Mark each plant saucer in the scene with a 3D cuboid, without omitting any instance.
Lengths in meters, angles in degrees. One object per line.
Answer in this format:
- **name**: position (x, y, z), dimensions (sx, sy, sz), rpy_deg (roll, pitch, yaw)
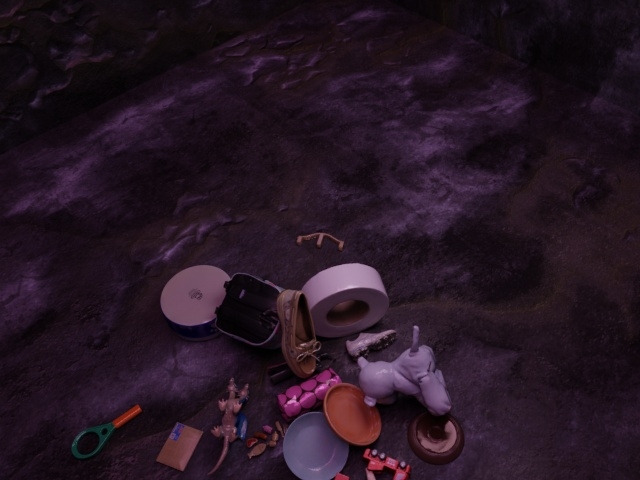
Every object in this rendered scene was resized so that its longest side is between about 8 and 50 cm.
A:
- **plant saucer**: position (0.343, 0.577, 1.709), dimensions (0.168, 0.029, 0.169), rpy_deg (-3, 50, 4)
- **plant saucer**: position (0.090, 0.523, 1.720), dimensions (0.199, 0.037, 0.200), rpy_deg (23, 37, -19)
- **plant saucer**: position (-0.015, 0.605, 1.687), dimensions (0.194, 0.037, 0.195), rpy_deg (3, 67, -8)

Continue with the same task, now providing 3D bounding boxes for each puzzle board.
- **puzzle board**: position (-0.429, 0.630, 1.758), dimensions (0.096, 0.011, 0.128), rpy_deg (13, 52, 18)

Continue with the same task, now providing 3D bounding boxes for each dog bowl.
- **dog bowl**: position (-0.427, 0.220, 2.043), dimensions (0.264, 0.104, 0.265), rpy_deg (-3, 50, 4)

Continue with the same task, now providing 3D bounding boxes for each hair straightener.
- **hair straightener**: position (-0.055, 0.423, 1.871), dimensions (0.230, 0.047, 0.089), rpy_deg (-12, 37, -12)

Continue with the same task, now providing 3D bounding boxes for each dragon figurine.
- **dragon figurine**: position (-0.271, 0.562, 1.749), dimensions (0.085, 0.144, 0.289), rpy_deg (3, 69, 6)

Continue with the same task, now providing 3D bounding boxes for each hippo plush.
- **hippo plush**: position (0.242, 0.433, 1.708), dimensions (0.236, 0.294, 0.235), rpy_deg (-23, 62, 10)

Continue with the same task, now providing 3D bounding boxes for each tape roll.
- **tape roll**: position (0.077, 0.202, 1.887), dimensions (0.286, 0.286, 0.100), rpy_deg (-14, 51, -6)

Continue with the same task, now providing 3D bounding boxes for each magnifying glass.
- **magnifying glass**: position (-0.668, 0.597, 1.806), dimensions (0.231, 0.026, 0.092), rpy_deg (-35, 54, -19)

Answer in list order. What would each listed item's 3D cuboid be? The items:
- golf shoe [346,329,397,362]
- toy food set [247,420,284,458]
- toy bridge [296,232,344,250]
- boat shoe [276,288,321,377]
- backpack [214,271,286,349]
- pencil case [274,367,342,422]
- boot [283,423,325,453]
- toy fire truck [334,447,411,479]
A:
- **golf shoe**: position (0.166, 0.328, 1.916), dimensions (0.176, 0.069, 0.086), rpy_deg (-22, 45, -14)
- **toy food set**: position (-0.171, 0.604, 1.749), dimensions (0.122, 0.019, 0.078), rpy_deg (-26, 51, -6)
- **toy bridge**: position (0.000, 0.000, 2.234), dimensions (0.188, 0.026, 0.063), rpy_deg (8, 49, 12)
- **boat shoe**: position (-0.063, 0.292, 1.777), dimensions (0.104, 0.286, 0.089), rpy_deg (-23, 12, -42)
- **backpack**: position (-0.195, 0.241, 1.904), dimensions (0.253, 0.191, 0.225), rpy_deg (14, 80, 40)
- **pencil case**: position (-0.037, 0.476, 1.798), dimensions (0.209, 0.095, 0.098), rpy_deg (-23, 30, -15)
- **boot**: position (-0.047, 0.585, 1.736), dimensions (0.114, 0.037, 0.107), rpy_deg (-22, 64, -8)
- **toy fire truck**: position (0.149, 0.671, 1.636), dimensions (0.191, 0.047, 0.135), rpy_deg (17, 54, 18)
